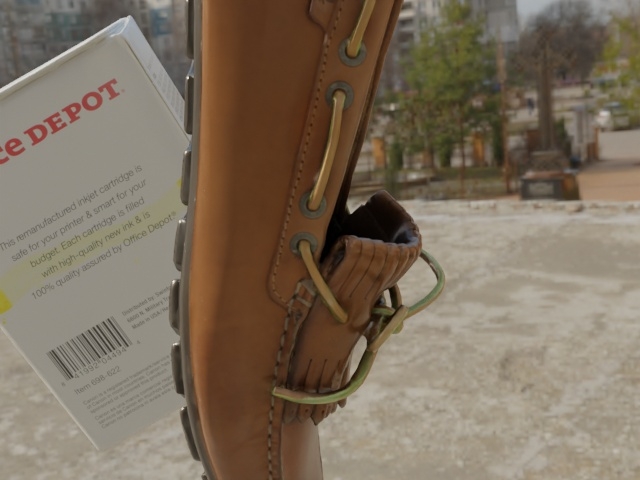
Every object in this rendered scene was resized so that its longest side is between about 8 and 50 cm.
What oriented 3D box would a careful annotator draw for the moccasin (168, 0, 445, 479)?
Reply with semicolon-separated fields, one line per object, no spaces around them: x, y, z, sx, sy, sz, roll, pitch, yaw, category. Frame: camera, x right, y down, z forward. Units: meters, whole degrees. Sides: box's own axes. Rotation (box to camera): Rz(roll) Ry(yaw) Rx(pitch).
0.000;-0.001;0.502;0.146;0.380;0.139;6;12;5;moccasin

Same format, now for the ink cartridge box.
-0.227;-0.009;0.986;0.279;0.385;0.160;-29;22;3;ink cartridge box
